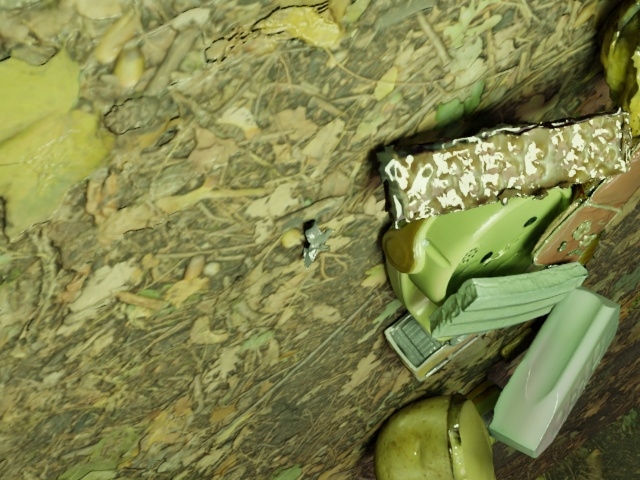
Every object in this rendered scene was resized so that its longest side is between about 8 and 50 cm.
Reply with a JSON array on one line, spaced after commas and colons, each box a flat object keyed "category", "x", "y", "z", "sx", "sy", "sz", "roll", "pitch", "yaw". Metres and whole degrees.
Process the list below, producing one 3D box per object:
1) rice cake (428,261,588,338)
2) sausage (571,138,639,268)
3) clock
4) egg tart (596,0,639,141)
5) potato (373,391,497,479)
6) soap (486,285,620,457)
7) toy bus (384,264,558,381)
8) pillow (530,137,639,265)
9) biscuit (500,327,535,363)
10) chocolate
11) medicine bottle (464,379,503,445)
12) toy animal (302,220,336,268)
[{"category": "rice cake", "x": 0.261, "y": 0.083, "z": 1.408, "sx": 0.237, "sy": 0.043, "sz": 0.127, "roll": -7, "pitch": 153, "yaw": -35}, {"category": "sausage", "x": 0.452, "y": -0.083, "z": 1.647, "sx": 0.082, "sy": 0.082, "sz": 0.371, "roll": -29, "pitch": 151, "yaw": -20}, {"category": "clock", "x": 0.223, "y": -0.019, "z": 1.410, "sx": 0.286, "sy": 0.117, "sz": 0.348, "roll": -38, "pitch": 153, "yaw": -4}, {"category": "egg tart", "x": 0.437, "y": -0.271, "z": 1.303, "sx": 0.297, "sy": 0.132, "sz": 0.297, "roll": -41, "pitch": 151, "yaw": -28}, {"category": "potato", "x": 0.213, "y": 0.430, "z": 1.975, "sx": 0.242, "sy": 0.242, "sz": 0.285, "roll": -37, "pitch": 134, "yaw": -5}, {"category": "soap", "x": 0.467, "y": 0.269, "z": 2.042, "sx": 0.347, "sy": 0.115, "sz": 0.208, "roll": -54, "pitch": 154, "yaw": -17}, {"category": "toy bus", "x": 0.265, "y": 0.093, "z": 1.656, "sx": 0.342, "sy": 0.097, "sz": 0.138, "roll": -37, "pitch": 155, "yaw": -5}, {"category": "pillow", "x": 0.385, "y": -0.050, "z": 1.391, "sx": 0.126, "sy": 0.043, "sz": 0.232, "roll": -1, "pitch": 137, "yaw": -52}, {"category": "biscuit", "x": 0.411, "y": 0.219, "z": 2.120, "sx": 0.083, "sy": 0.018, "sz": 0.081, "roll": -40, "pitch": 153, "yaw": 0}, {"category": "chocolate", "x": 0.223, "y": -0.095, "z": 1.241, "sx": 0.329, "sy": 0.065, "sz": 0.102, "roll": -11, "pitch": 102, "yaw": -11}, {"category": "medicine bottle", "x": 0.300, "y": 0.407, "z": 2.161, "sx": 0.239, "sy": 0.124, "sz": 0.124, "roll": -32, "pitch": 152, "yaw": -12}, {"category": "toy animal", "x": 0.000, "y": 0.001, "z": 1.257, "sx": 0.050, "sy": 0.028, "sz": 0.084, "roll": -19, "pitch": 148, "yaw": -20}]
